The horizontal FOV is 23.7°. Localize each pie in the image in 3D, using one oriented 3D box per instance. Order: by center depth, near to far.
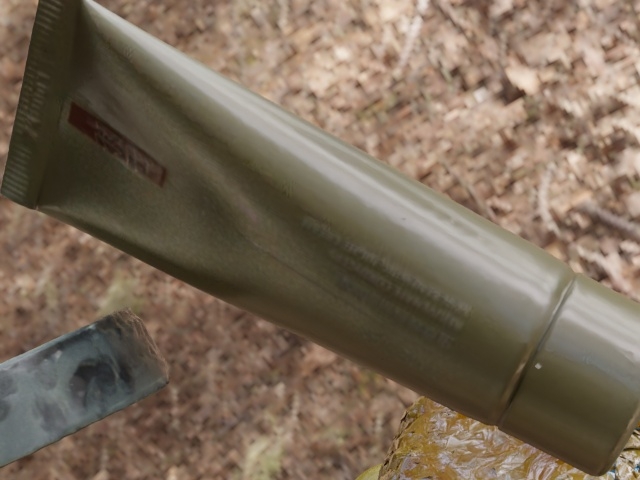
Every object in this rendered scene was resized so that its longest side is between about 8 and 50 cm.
[{"bbox_3d":[0.165,0.139,1.064,0.273,0.069,0.273,-17,29,10],"label":"pie"}]

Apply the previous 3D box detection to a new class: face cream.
[{"bbox_3d":[0.000,0.000,0.736,0.341,0.137,0.084,27,38,9],"label":"face cream"}]

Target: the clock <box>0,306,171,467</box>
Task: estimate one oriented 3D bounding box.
[{"bbox_3d":[-0.187,0.098,0.792,0.226,0.049,0.226,-24,1,0],"label":"clock"}]

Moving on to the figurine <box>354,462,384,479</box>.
[{"bbox_3d":[0.108,0.355,1.626,0.215,0.228,0.215,-2,50,2],"label":"figurine"}]
